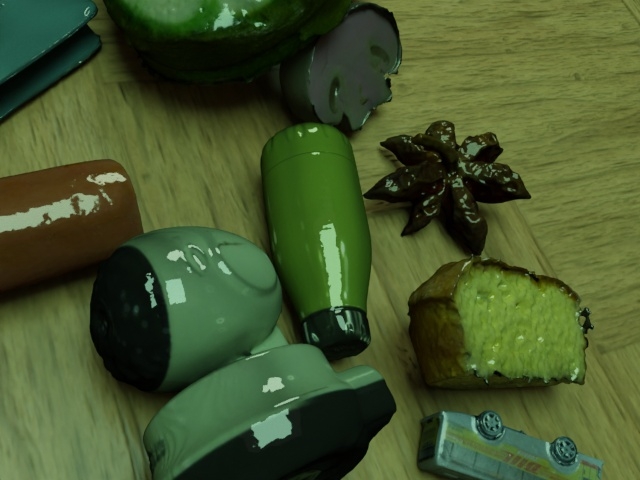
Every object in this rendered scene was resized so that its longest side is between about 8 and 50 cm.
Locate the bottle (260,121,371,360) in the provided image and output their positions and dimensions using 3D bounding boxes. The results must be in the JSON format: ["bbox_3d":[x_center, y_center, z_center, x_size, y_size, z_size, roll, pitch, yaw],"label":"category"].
[{"bbox_3d":[0.000,0.000,0.753,0.112,0.112,0.260,1,60,-19],"label":"bottle"}]

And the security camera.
[{"bbox_3d":[-0.095,0.105,0.615,0.191,0.197,0.277,-10,57,-35],"label":"security camera"}]

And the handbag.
[{"bbox_3d":[-0.376,-0.229,0.794,0.144,0.057,0.221,31,56,8],"label":"handbag"}]

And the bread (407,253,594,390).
[{"bbox_3d":[0.175,0.099,0.742,0.260,0.134,0.129,12,69,-39],"label":"bread"}]

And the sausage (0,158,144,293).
[{"bbox_3d":[-0.303,-0.004,0.648,0.259,0.113,0.113,-18,68,-28],"label":"sausage"}]

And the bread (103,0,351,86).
[{"bbox_3d":[-0.137,-0.371,0.839,0.382,0.129,0.366,16,72,20],"label":"bread"}]

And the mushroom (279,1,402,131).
[{"bbox_3d":[0.018,-0.234,0.901,0.117,0.141,0.188,28,60,37],"label":"mushroom"}]

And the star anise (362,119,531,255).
[{"bbox_3d":[0.167,-0.083,0.876,0.196,0.111,0.212,45,49,1],"label":"star anise"}]

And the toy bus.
[{"bbox_3d":[0.198,0.231,0.714,0.191,0.064,0.075,21,61,-7],"label":"toy bus"}]
